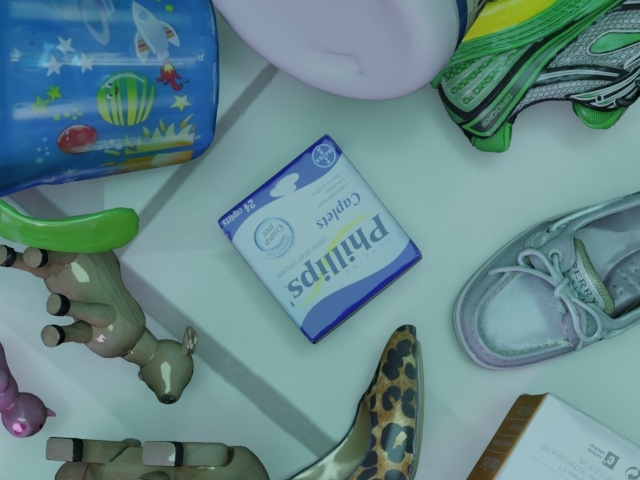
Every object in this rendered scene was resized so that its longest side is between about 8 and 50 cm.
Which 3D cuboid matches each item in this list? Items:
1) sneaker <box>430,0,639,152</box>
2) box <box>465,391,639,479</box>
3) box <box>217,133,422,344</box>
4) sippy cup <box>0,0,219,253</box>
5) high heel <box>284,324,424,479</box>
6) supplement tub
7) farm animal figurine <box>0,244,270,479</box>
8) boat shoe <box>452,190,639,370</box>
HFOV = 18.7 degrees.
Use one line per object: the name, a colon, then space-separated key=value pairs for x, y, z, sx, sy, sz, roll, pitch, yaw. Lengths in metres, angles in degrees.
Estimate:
sneaker: x=0.262 y=-0.182 z=1.695 sx=0.343 sy=0.134 sz=0.146 roll=-22 pitch=93 yaw=7
box: x=0.154 y=0.312 z=1.597 sx=0.168 sy=0.215 sz=0.345 roll=32 pitch=85 yaw=2
box: x=0.000 y=0.000 z=1.691 sx=0.126 sy=0.072 sz=0.137 roll=-39 pitch=87 yaw=-3
sippy cup: x=-0.205 y=-0.147 z=1.636 sx=0.224 sy=0.240 sz=0.305 roll=-2 pitch=94 yaw=-11
high heel: x=-0.015 y=0.186 z=1.662 sx=0.186 sy=0.093 sz=0.261 roll=12 pitch=94 yaw=-6
supplement tub: x=0.069 y=-0.301 z=1.597 sx=0.235 sy=0.235 sz=0.325 roll=33 pitch=62 yaw=2
farm animal figurine: x=-0.167 y=0.179 z=1.613 sx=0.327 sy=0.172 sz=0.330 roll=20 pitch=95 yaw=33
boat shoe: x=0.264 y=0.015 z=1.677 sx=0.320 sy=0.103 sz=0.118 roll=-23 pitch=86 yaw=-3
